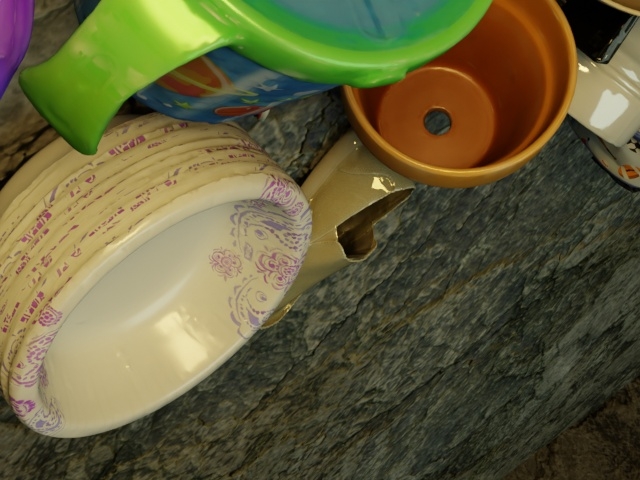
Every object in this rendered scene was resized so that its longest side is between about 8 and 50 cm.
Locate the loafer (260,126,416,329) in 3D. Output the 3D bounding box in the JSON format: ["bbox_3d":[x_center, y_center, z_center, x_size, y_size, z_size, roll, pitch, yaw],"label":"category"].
[{"bbox_3d":[0.000,0.000,1.311,0.268,0.092,0.102,-54,154,22],"label":"loafer"}]

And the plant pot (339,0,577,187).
[{"bbox_3d":[0.117,-0.136,1.173,0.205,0.205,0.188,-40,172,-8],"label":"plant pot"}]

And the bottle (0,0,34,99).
[{"bbox_3d":[-0.225,-0.124,0.723,0.092,0.118,0.283,0,133,-53],"label":"bottle"}]

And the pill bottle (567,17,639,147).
[{"bbox_3d":[0.356,-0.283,1.264,0.361,0.204,0.204,-51,155,16],"label":"pill bottle"}]

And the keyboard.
[{"bbox_3d":[0.232,-0.223,1.188,0.038,0.192,0.100,22,113,-37],"label":"keyboard"}]

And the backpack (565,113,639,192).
[{"bbox_3d":[0.421,-0.191,1.471,0.263,0.276,0.213,-32,149,-10],"label":"backpack"}]

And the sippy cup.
[{"bbox_3d":[-0.041,-0.178,0.764,0.306,0.240,0.224,-7,172,-29],"label":"sippy cup"}]

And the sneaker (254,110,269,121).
[{"bbox_3d":[-0.063,-0.145,1.038,0.158,0.065,0.061,108,3,-80],"label":"sneaker"}]

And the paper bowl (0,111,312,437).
[{"bbox_3d":[-0.158,0.014,1.019,0.284,0.148,0.284,-35,156,-19],"label":"paper bowl"}]

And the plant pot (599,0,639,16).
[{"bbox_3d":[0.285,-0.326,1.060,0.284,0.284,0.191,-47,-173,7],"label":"plant pot"}]
